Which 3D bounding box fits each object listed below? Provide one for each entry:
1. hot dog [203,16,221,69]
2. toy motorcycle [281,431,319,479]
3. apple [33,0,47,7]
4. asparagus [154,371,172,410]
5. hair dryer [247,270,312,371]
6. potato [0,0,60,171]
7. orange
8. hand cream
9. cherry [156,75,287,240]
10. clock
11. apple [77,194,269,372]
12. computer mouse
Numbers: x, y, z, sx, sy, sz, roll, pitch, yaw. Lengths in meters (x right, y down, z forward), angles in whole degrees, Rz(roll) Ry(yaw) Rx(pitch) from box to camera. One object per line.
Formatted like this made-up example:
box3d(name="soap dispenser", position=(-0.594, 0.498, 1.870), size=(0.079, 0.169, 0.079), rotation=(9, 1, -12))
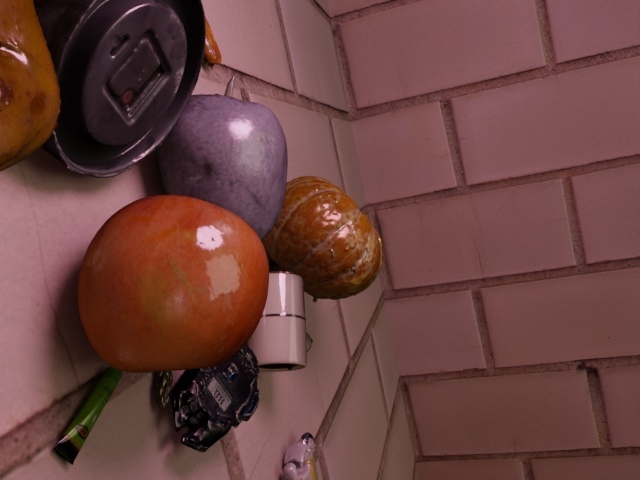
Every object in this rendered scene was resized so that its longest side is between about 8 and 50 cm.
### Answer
box3d(name="hot dog", position=(-0.254, -0.433, 1.107), size=(0.056, 0.041, 0.133), rotation=(-57, 127, -68))
box3d(name="toy motorcycle", position=(-0.043, 0.552, 1.178), size=(0.151, 0.074, 0.228), rotation=(52, 33, -55))
box3d(name="apple", position=(-0.313, -0.378, 0.609), size=(0.235, 0.173, 0.210), rotation=(79, 16, -51))
box3d(name="asparagus", position=(-0.232, 0.155, 0.829), size=(0.034, 0.027, 0.236), rotation=(52, 30, -39))
box3d(name="hair dryer", position=(-0.075, 0.219, 1.224), size=(0.362, 0.128, 0.203), rotation=(64, 20, -66))
box3d(name="potato", position=(-0.352, -0.225, 0.432), size=(0.176, 0.196, 0.369), rotation=(-14, -85, 62))
box3d(name="orange", position=(0.000, 0.000, 1.272), size=(0.329, 0.249, 0.329), rotation=(42, -2, 2))
box3d(name="hand cream", position=(-0.281, 0.208, 0.632), size=(0.122, 0.023, 0.036), rotation=(-73, 150, -51))
box3d(name="cherry", position=(-0.163, -0.134, 0.900), size=(0.255, 0.218, 0.296), rotation=(-6, 91, -82))
box3d(name="clock", position=(-0.249, -0.212, 0.653), size=(0.280, 0.055, 0.280), rotation=(-58, 171, -14))
box3d(name="apple", position=(-0.188, 0.069, 0.682), size=(0.253, 0.254, 0.253), rotation=(-10, 90, -75))
box3d(name="computer mouse", position=(-0.177, 0.251, 0.863), size=(0.146, 0.078, 0.241), rotation=(58, 23, -6))
